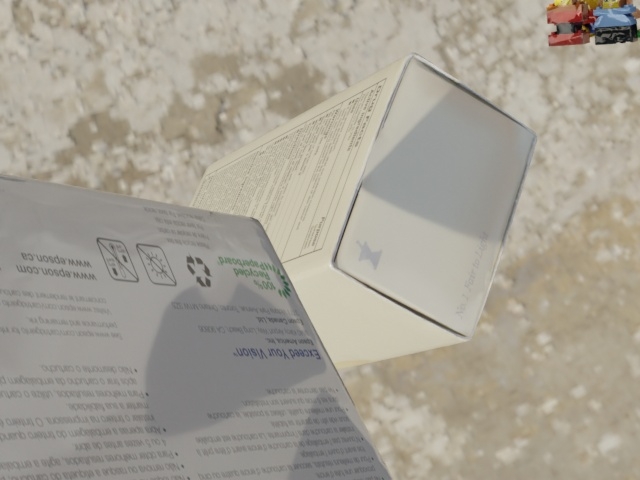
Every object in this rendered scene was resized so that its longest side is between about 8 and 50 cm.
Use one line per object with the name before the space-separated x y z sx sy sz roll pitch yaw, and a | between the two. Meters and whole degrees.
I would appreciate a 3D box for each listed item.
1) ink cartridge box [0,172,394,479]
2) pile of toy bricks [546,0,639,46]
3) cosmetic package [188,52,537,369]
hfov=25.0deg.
ink cartridge box | -0.057 0.124 0.541 0.071 0.330 0.324 -35 159 21
pile of toy bricks | 0.283 -0.220 1.176 0.118 0.212 0.105 -22 109 -57
cosmetic package | 0.000 0.000 1.013 0.113 0.160 0.309 30 158 -21
